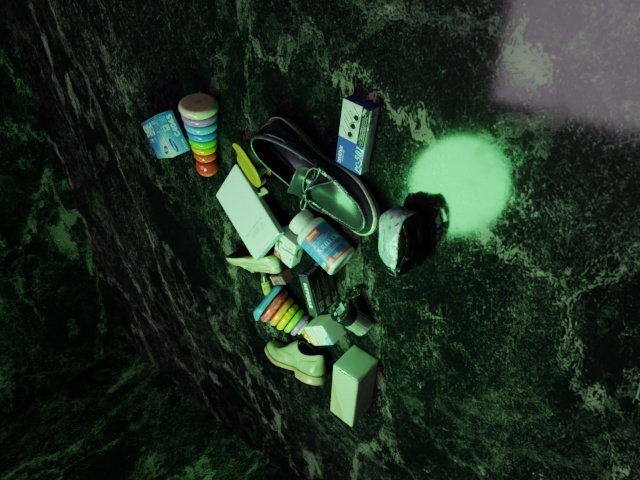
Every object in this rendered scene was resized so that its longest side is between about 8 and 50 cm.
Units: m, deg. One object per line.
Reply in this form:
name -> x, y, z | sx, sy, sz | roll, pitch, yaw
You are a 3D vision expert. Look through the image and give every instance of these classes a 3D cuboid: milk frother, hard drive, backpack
milk frother -> 0.129, 0.246, 1.746 | 0.143, 0.129, 0.135 | -34, 131, 25
hard drive -> -0.275, -0.106, 1.872 | 0.318, 0.040, 0.210 | 57, 136, 12
backpack -> 0.234, -0.004, 1.402 | 0.115, 0.152, 0.181 | 21, 126, 41

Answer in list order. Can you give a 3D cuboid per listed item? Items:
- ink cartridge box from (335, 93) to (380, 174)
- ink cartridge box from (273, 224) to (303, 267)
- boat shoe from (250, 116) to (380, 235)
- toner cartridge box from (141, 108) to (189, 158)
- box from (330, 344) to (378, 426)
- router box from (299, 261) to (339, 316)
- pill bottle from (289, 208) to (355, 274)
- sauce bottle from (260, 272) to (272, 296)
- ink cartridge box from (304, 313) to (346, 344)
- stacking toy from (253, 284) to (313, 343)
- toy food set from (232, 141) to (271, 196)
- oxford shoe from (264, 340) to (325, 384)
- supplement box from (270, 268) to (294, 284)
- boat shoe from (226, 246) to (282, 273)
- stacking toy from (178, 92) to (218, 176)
ink cartridge box -> 0.103, -0.297, 1.385 | 0.097, 0.046, 0.207 | 33, 138, 27
ink cartridge box -> -0.119, 0.023, 1.860 | 0.099, 0.056, 0.135 | 38, 141, 21
boat shoe -> -0.025, -0.187, 1.520 | 0.500, 0.156, 0.186 | 45, 140, 10
toner cartridge box -> -0.630, -0.421, 1.962 | 0.348, 0.075, 0.165 | 15, 132, 62
box -> 0.133, 0.585, 1.958 | 0.121, 0.148, 0.311 | 29, 135, 30
router box -> -0.002, 0.171, 1.787 | 0.046, 0.133, 0.178 | 12, 126, 41
pill bottle -> 0.000, 0.000, 1.659 | 0.221, 0.124, 0.124 | 43, 141, 12
sauce bottle -> -0.239, 0.184, 2.122 | 0.042, 0.042, 0.128 | 16, 131, 39
ink cartridge box -> 0.013, 0.358, 1.951 | 0.143, 0.090, 0.092 | -19, 104, 51
stacking toy -> -0.115, 0.335, 2.040 | 0.302, 0.165, 0.175 | 37, 156, 4
toy food set -> -0.231, -0.267, 1.753 | 0.217, 0.071, 0.128 | 58, 161, -2
oxford shoe -> -0.107, 0.511, 2.200 | 0.397, 0.141, 0.146 | 15, 98, 45
supplement box -> -0.158, 0.151, 2.002 | 0.083, 0.055, 0.043 | -8, 113, 50
boat shoe -> -0.282, 0.092, 2.049 | 0.302, 0.109, 0.098 | 0, 117, 41
stacking toy -> -0.439, -0.382, 1.845 | 0.141, 0.141, 0.330 | 34, 146, 24
